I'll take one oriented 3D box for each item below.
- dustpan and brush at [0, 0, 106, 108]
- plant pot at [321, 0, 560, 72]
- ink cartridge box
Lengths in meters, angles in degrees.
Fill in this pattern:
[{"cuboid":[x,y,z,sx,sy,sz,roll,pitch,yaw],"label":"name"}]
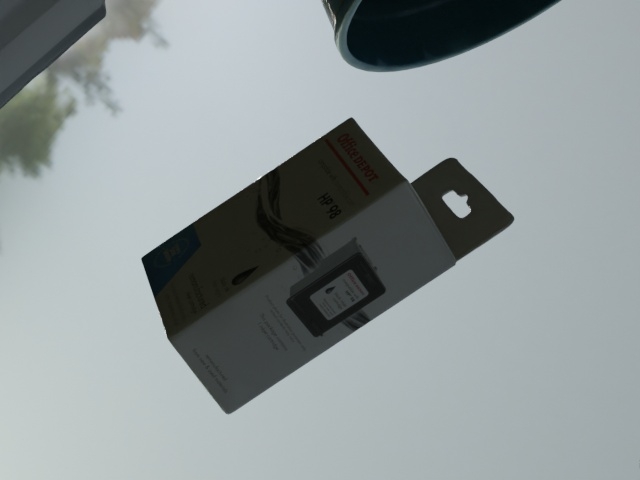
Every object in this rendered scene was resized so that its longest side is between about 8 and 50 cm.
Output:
[{"cuboid":[-0.159,-0.105,0.442,0.147,0.211,0.060,-45,-141,-14],"label":"dustpan and brush"},{"cuboid":[0.078,-0.307,1.023,0.271,0.255,0.272,-26,166,-7],"label":"plant pot"},{"cuboid":[0.000,0.000,0.723,0.180,0.060,0.104,-34,-152,0],"label":"ink cartridge box"}]
